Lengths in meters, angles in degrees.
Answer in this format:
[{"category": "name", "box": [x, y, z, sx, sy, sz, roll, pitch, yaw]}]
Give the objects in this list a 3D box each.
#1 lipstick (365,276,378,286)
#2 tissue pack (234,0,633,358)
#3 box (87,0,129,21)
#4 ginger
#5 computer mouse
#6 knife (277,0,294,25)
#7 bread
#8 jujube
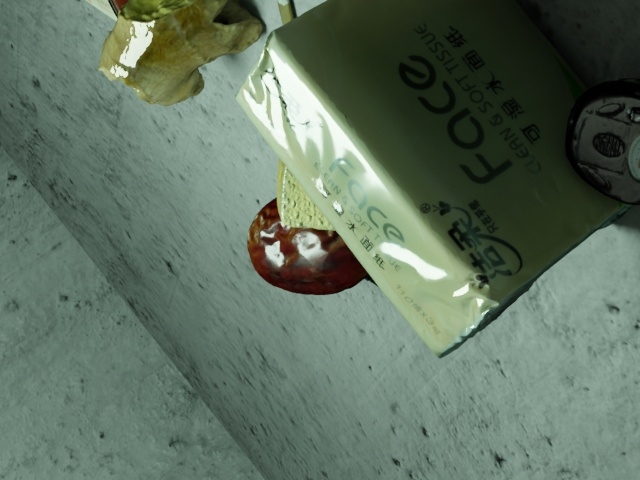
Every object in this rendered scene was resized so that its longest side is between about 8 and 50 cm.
[{"category": "lipstick", "box": [0.119, 0.064, 2.174, 0.312, 0.051, 0.051, 33, 146, 36]}, {"category": "tissue pack", "box": [0.152, -0.122, 1.530, 0.405, 0.331, 0.205, 51, 152, 8]}, {"category": "box", "box": [-0.432, -0.581, 2.169, 0.385, 0.122, 0.345, 38, 158, 47]}, {"category": "ginger", "box": [-0.228, -0.322, 2.097, 0.130, 0.275, 0.221, -96, -9, -50]}, {"category": "computer mouse", "box": [0.384, -0.103, 1.396, 0.233, 0.096, 0.137, 21, 132, 21]}, {"category": "knife", "box": [-0.066, -0.388, 1.962, 0.047, 0.017, 0.298, 39, 153, 43]}, {"category": "bread", "box": [0.007, -0.150, 2.001, 0.178, 0.135, 0.240, -105, 23, -73]}, {"category": "jujube", "box": [0.000, 0.000, 2.132, 0.243, 0.183, 0.183, -14, 111, 43]}]
